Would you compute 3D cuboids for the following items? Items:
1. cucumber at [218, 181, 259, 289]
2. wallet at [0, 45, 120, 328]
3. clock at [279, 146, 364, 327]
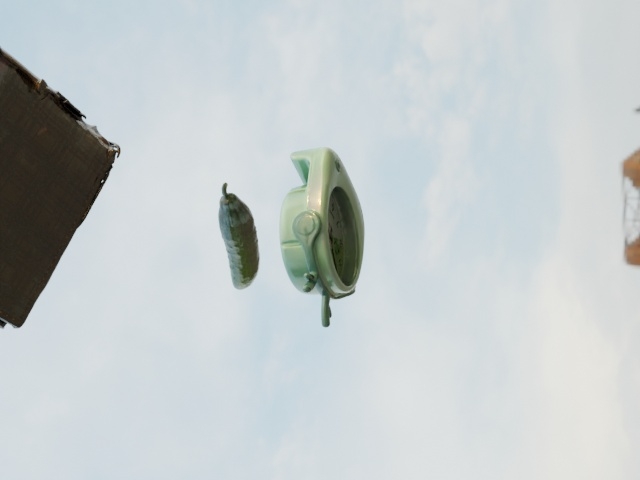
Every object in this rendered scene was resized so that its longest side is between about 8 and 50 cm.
[{"bbox_3d":[-0.125,-0.002,1.592,0.056,0.056,0.250,-59,-21,-32],"label":"cucumber"},{"bbox_3d":[-0.278,-0.085,0.655,0.317,0.044,0.169,43,-117,-41],"label":"wallet"},{"bbox_3d":[0.000,0.000,1.273,0.159,0.066,0.210,63,-153,-45],"label":"clock"}]
